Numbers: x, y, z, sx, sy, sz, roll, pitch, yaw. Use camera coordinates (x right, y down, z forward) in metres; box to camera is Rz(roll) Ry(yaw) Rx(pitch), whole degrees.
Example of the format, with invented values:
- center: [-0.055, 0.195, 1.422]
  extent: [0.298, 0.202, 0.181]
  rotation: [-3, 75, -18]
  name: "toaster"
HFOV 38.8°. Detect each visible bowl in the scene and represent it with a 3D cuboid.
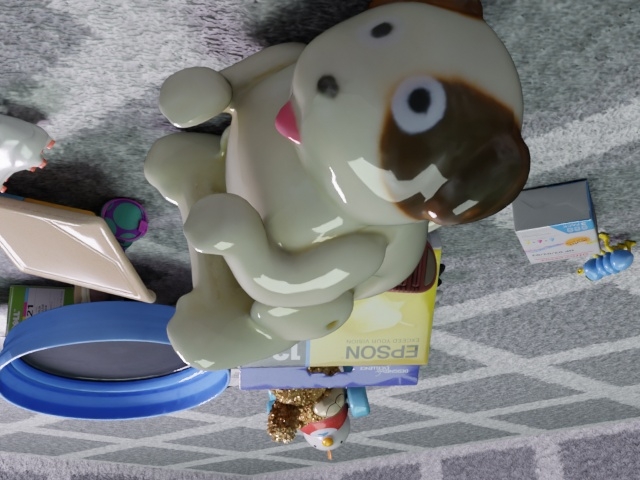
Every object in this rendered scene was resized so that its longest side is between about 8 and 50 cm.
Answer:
- center: [-0.347, 0.209, 1.538]
  extent: [0.391, 0.077, 0.391]
  rotation: [-5, 151, -3]
  name: "bowl"

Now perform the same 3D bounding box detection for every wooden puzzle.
- center: [-0.349, 0.002, 1.221]
  extent: [0.220, 0.044, 0.239]
  rotation: [12, 155, 18]
  name: "wooden puzzle"

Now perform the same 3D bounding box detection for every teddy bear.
- center: [-0.037, 0.258, 1.740]
  extent: [0.113, 0.245, 0.338]
  rotation: [4, 133, 24]
  name: "teddy bear"

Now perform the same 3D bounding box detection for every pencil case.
- center: [-0.292, -0.003, 1.277]
  extent: [0.070, 0.065, 0.151]
  rotation: [32, 150, -13]
  name: "pencil case"

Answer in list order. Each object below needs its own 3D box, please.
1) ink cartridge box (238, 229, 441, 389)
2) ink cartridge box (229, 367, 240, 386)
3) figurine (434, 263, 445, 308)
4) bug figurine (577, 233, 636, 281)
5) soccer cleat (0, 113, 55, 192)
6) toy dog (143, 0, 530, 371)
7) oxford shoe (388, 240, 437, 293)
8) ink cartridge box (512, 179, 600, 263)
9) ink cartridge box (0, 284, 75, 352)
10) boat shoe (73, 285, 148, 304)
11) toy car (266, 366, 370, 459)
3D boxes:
- center: [0.021, 0.126, 1.407]
  extent: [0.303, 0.072, 0.307]
  rotation: [-1, 118, -4]
  name: "ink cartridge box"
- center: [-0.150, 0.254, 1.919]
  extent: [0.203, 0.086, 0.148]
  rotation: [5, 157, -20]
  name: "ink cartridge box"
- center: [0.105, 0.089, 1.528]
  extent: [0.209, 0.092, 0.215]
  rotation: [-8, 159, 4]
  name: "figurine"
- center: [0.558, 0.036, 1.438]
  extent: [0.279, 0.072, 0.216]
  rotation: [11, 155, -29]
  name: "bug figurine"
- center: [-0.383, -0.094, 1.048]
  extent: [0.076, 0.068, 0.196]
  rotation: [33, 141, -33]
  name: "soccer cleat"
- center: [0.033, -0.057, 0.880]
  extent: [0.395, 0.285, 0.408]
  rotation: [6, 156, -20]
  name: "toy dog"
- center: [0.000, 0.000, 1.255]
  extent: [0.348, 0.123, 0.130]
  rotation: [20, 155, -23]
  name: "oxford shoe"
- center: [0.341, -0.017, 1.297]
  extent: [0.104, 0.062, 0.181]
  rotation: [-9, 158, 19]
  name: "ink cartridge box"
- center: [-0.541, 0.150, 1.611]
  extent: [0.255, 0.097, 0.189]
  rotation: [4, 158, -10]
  name: "ink cartridge box"
- center: [-0.340, 0.129, 1.569]
  extent: [0.092, 0.103, 0.285]
  rotation: [0, 153, 7]
  name: "boat shoe"
- center: [0.009, 0.411, 2.059]
  extent: [0.219, 0.210, 0.238]
  rotation: [-12, 117, 2]
  name: "toy car"
